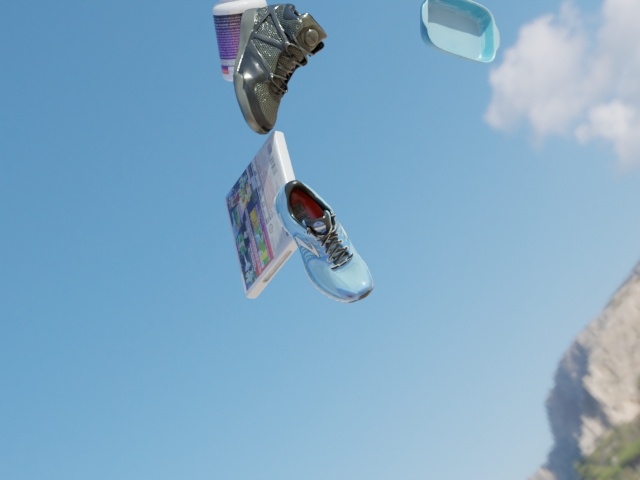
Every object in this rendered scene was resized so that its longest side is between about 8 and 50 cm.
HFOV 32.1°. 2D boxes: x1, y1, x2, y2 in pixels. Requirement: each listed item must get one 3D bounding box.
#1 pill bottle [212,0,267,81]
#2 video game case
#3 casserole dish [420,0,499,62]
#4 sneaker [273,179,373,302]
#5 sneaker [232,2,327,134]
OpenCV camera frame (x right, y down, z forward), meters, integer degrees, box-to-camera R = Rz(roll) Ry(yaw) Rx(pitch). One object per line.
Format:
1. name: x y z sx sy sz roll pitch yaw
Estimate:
1. pill bottle: -0.151 -0.413 2.157 0.108 0.108 0.193 -25 -66 -42
2. video game case: -0.088 -0.040 1.760 0.023 0.201 0.183 7 -39 -32
3. casserole dish: 0.243 -0.377 1.992 0.188 0.114 0.037 9 -16 -34
4. sneaker: 0.000 0.000 1.242 0.063 0.162 0.073 -35 -11 -12
5. sneaker: -0.063 -0.278 1.738 0.130 0.227 0.087 -11 -30 28
